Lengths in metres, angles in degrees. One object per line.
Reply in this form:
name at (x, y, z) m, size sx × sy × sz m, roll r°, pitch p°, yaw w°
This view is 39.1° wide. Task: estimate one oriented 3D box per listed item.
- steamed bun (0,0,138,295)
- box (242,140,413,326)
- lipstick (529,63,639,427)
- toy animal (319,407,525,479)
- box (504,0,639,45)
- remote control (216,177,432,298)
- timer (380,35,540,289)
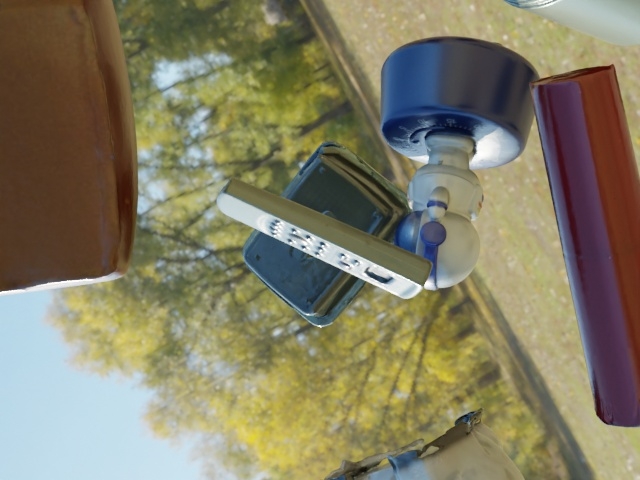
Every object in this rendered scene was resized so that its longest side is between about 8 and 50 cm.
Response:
steamed bun at (-0.325, -0.138, 0.989) m, size 0.248 × 0.235 × 0.379 m, roll -125°, pitch 29°, yaw -63°
box at (0.012, -0.011, 1.597) m, size 0.221 × 0.290 × 0.166 m, roll 40°, pitch -166°, yaw 12°
lipstick at (0.222, 0.008, 0.694) m, size 0.073 × 0.073 × 0.279 m, roll -90°, pitch -14°, yaw -79°
toy animal at (0.153, 0.361, 0.888) m, size 0.194 × 0.258 × 0.357 m, roll -41°, pitch 69°, yaw 56°
box at (0.275, -0.319, 0.871) m, size 0.149 × 0.226 × 0.226 m, roll 12°, pitch -146°, yaw -29°
remote control at (0.000, 0.000, 1.161) m, size 0.285 × 0.038 × 0.123 m, roll 24°, pitch 165°, yaw -3°
timer at (0.205, -0.108, 1.473) m, size 0.270 × 0.271 × 0.383 m, roll 49°, pitch -131°, yaw -64°
